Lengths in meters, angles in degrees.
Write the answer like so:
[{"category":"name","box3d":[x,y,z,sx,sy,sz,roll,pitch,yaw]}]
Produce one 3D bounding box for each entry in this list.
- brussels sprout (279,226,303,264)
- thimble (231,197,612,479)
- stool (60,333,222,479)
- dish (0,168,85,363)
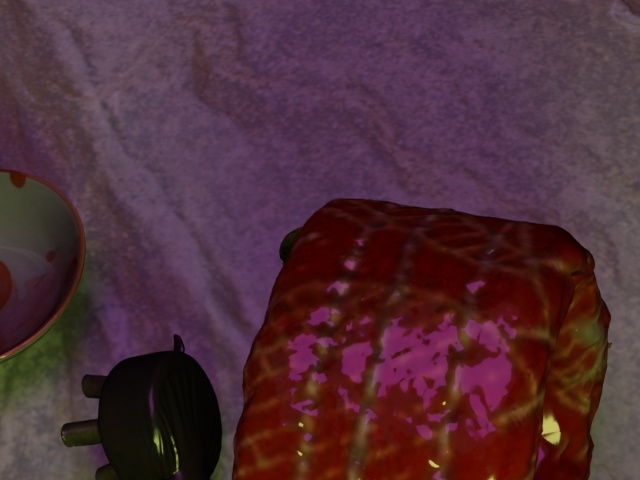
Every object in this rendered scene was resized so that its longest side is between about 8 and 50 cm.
[{"category":"brussels sprout","box3d":[-0.001,-0.001,1.482,0.083,0.046,0.051,-4,44,8]},{"category":"thimble","box3d":[0.089,0.147,1.163,0.231,0.350,0.350,9,53,19]},{"category":"stool","box3d":[-0.154,0.193,1.307,0.121,0.125,0.217,-15,66,20]},{"category":"dish","box3d":[-0.357,0.050,1.477,0.260,0.085,0.260,-4,52,5]}]
